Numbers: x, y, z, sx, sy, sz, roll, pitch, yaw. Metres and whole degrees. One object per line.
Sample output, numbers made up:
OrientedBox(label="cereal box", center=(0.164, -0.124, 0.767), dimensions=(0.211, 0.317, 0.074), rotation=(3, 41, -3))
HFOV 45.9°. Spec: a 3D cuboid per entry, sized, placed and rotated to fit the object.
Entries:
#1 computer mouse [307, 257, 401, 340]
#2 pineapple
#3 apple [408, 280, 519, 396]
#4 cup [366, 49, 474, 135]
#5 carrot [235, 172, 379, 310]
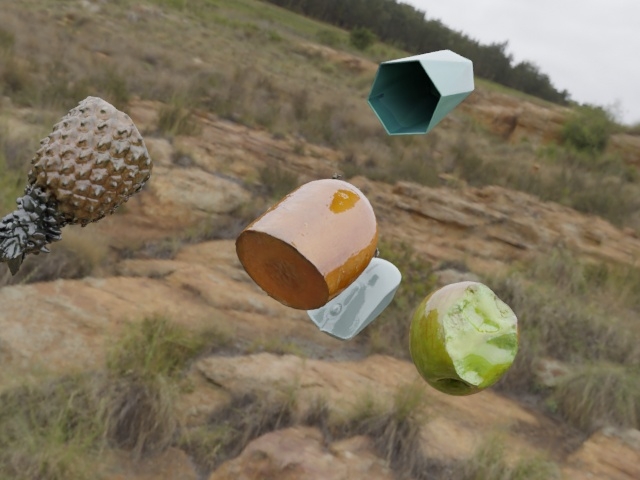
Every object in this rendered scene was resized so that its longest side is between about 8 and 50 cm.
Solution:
OrientedBox(label="computer mouse", center=(0.076, 0.115, 1.624), dimensions=(0.128, 0.079, 0.231), rotation=(29, 55, 30))
OrientedBox(label="pineapple", center=(-0.480, -0.098, 1.407), dimensions=(0.202, 0.362, 0.202), rotation=(40, -17, 15))
OrientedBox(label="apple", center=(0.319, 0.228, 1.697), dimensions=(0.246, 0.226, 0.246), rotation=(18, -37, 14))
OrientedBox(label="cup", center=(0.201, -0.287, 1.429), dimensions=(0.148, 0.134, 0.235), rotation=(5, 21, 28))
OrientedBox(label="carrot", center=(0.000, 0.000, 1.347), dimensions=(0.193, 0.214, 0.331), rotation=(17, 37, 22))
